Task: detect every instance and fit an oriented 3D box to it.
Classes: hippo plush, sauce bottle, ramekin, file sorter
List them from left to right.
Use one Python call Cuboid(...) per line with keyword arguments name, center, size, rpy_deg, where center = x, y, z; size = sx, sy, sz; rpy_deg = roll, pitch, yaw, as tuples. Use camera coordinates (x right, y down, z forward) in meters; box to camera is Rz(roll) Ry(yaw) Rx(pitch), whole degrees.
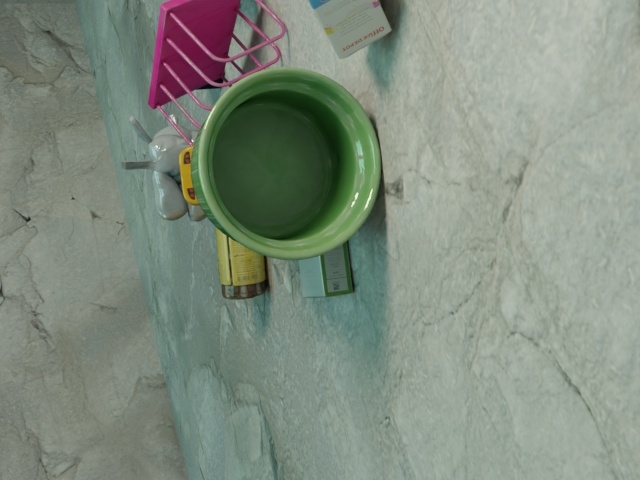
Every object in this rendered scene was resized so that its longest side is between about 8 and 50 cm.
Cuboid(name="hippo plush", center=(-0.359, -0.185, 2.066), size=(0.236, 0.294, 0.234), rpy_deg=(-129, 53, -67))
Cuboid(name="file sorter", center=(-0.212, -0.357, 1.705), size=(0.182, 0.202, 0.291), rpy_deg=(47, 147, 15))
Cuboid(name="sauce bottle", center=(-0.190, -0.040, 1.901), size=(0.111, 0.111, 0.344), rpy_deg=(-164, 70, -65))
Cuboid(name="ramekin", center=(-0.067, -0.120, 1.346), size=(0.148, 0.303, 0.303), rpy_deg=(179, 84, -69))

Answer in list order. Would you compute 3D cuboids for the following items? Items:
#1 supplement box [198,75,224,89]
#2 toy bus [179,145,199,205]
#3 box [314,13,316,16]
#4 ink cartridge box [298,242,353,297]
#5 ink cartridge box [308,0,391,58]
Cuboid(name="supplement box", center=(-0.292, -0.426, 2.046), size=(0.056, 0.083, 0.083), rpy_deg=(115, 140, -51))
Cuboid(name="toy bus", center=(-0.146, -0.127, 1.562), size=(0.332, 0.130, 0.108), rpy_deg=(-21, -77, -78))
Cuboid(name="box", center=(0.059, -0.468, 1.241), size=(0.324, 0.063, 0.067), rpy_deg=(125, 133, -58))
Cuboid(name="ink cartridge box", center=(0.000, 0.000, 1.529), size=(0.109, 0.062, 0.209), rpy_deg=(169, 93, -67))
Cuboid(name="ink cartridge box", center=(0.036, -0.353, 1.231), size=(0.143, 0.092, 0.090), rpy_deg=(57, -171, -43))
